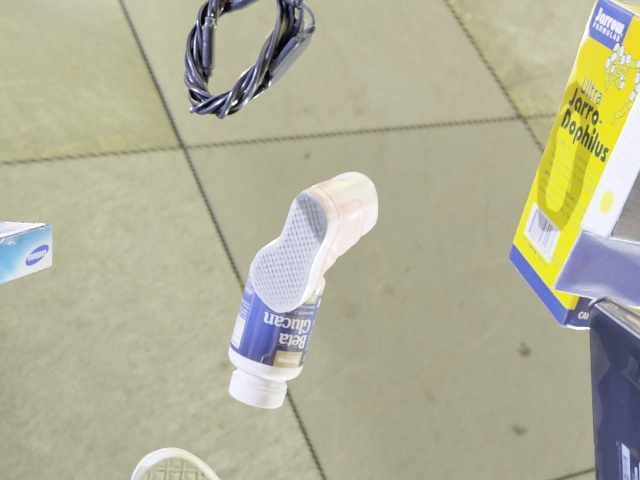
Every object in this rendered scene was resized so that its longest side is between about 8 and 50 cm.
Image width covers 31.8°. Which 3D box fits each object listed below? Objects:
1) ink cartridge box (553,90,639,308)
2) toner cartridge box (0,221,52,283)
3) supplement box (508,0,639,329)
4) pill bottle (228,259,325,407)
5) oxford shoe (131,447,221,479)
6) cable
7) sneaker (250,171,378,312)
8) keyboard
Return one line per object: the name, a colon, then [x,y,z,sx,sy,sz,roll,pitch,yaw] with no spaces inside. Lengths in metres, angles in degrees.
ink cartridge box: [0.411,-0.042,1.024,0.303,0.307,0.072,12,23,-14]
toner cartridge box: [-0.558,0.027,1.705,0.165,0.075,0.348,4,9,12]
supplement box: [0.390,-0.082,1.330,0.194,0.357,0.195,9,22,-15]
pill bottle: [-0.059,0.114,1.373,0.094,0.169,0.094,14,10,-2]
oxford shoe: [-0.140,0.495,1.722,0.169,0.130,0.449,-37,102,-15]
cable: [-0.094,-0.218,1.239,0.150,0.184,0.047,50,15,31]
sneaker: [0.000,0.000,0.810,0.070,0.134,0.051,-31,72,-38]
keyboard: [0.166,0.125,0.548,0.023,0.180,0.108,-11,19,-11]
